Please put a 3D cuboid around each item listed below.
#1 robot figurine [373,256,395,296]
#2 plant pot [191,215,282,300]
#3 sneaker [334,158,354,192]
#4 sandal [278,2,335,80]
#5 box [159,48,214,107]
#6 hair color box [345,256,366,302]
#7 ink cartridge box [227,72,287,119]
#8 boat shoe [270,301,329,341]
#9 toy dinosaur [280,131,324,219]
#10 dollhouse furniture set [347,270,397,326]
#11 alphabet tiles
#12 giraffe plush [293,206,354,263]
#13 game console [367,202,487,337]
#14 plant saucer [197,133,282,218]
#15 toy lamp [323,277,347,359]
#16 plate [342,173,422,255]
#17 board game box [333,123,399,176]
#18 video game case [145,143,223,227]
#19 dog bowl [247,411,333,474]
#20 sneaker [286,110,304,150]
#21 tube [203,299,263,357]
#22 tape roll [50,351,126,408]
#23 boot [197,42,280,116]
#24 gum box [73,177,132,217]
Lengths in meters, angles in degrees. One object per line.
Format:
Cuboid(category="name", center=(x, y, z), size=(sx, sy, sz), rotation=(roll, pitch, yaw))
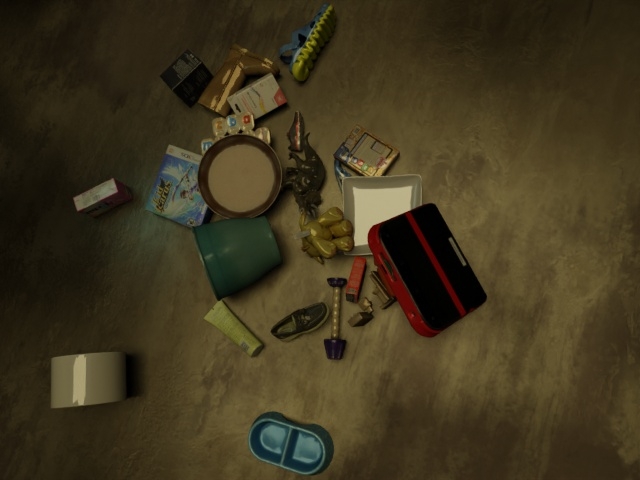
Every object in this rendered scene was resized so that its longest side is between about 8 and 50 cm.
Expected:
Cuboid(category="robot figurine", center=(0.254, 0.097, 1.765), size=(0.158, 0.128, 0.219), rotation=(-23, 84, -35))
Cuboid(category="plant pot", center=(-0.278, 0.040, 1.866), size=(0.255, 0.272, 0.272), rotation=(-19, 75, -8))
Cuboid(category="sneaker", center=(0.087, -0.229, 1.950), size=(0.059, 0.053, 0.144), rotation=(-19, 84, 7))
Cuboid(category="sandal", center=(-0.054, -0.772, 2.056), size=(0.138, 0.126, 0.317), rotation=(30, 84, 19))
Cuboid(category="box", center=(-0.509, -0.626, 2.089), size=(0.158, 0.156, 0.093), rotation=(-44, 74, 0))
Cuboid(category="hair color box", center=(0.122, 0.133, 1.836), size=(0.043, 0.072, 0.141), rotation=(11, 62, 12))
Cuboid(category="ink cartridge box", center=(-0.242, -0.531, 2.037), size=(0.198, 0.067, 0.115), rotation=(-29, 117, 4))
Cuboid(category="boat shoe", center=(-0.072, 0.277, 1.833), size=(0.223, 0.073, 0.080), rotation=(-32, 59, 21))
Cuboid(category="toy dinosaur", center=(-0.052, -0.230, 1.960), size=(0.160, 0.121, 0.314), rotation=(13, 76, 1))
Cuboid(category="dollhouse furniture set", center=(0.150, 0.195, 1.817), size=(0.151, 0.144, 0.123), rotation=(-42, 69, 15))
Cuboid(category="alphabet tiles", center=(-0.315, -0.334, 2.033), size=(0.284, 0.021, 0.278), rotation=(-8, 90, 16))
Cuboid(category="giraffe plush", center=(0.000, 0.000, 1.868), size=(0.210, 0.170, 0.181), rotation=(-3, 69, -11))
Cuboid(category="game console", center=(0.342, 0.085, 1.718), size=(0.060, 0.342, 0.387), rotation=(-35, 79, 48))
Cuboid(category="plant saucer", center=(-0.287, -0.227, 1.942), size=(0.310, 0.050, 0.311), rotation=(0, 89, 7))
Cuboid(category="toy lamp", center=(0.052, 0.266, 1.839), size=(0.080, 0.080, 0.275), rotation=(-1, 79, 10))
Cuboid(category="plate", center=(0.216, -0.087, 1.884), size=(0.278, 0.045, 0.277), rotation=(-1, 86, 10))
Cuboid(category="board game box", center=(0.166, -0.309, 1.954), size=(0.193, 0.045, 0.147), rotation=(36, 87, 15))
Cuboid(category="video game case", center=(-0.504, -0.198, 2.034), size=(0.244, 0.061, 0.270), rotation=(20, 90, 15))
Cuboid(category="dog bowl", center=(-0.107, 0.676, 1.787), size=(0.297, 0.074, 0.166), rotation=(13, 81, 14))
Cuboid(category="sneaker", center=(-0.100, -0.411, 2.020), size=(0.064, 0.061, 0.158), rotation=(-2, 77, 17))
Cuboid(category="tube", center=(-0.304, 0.314, 1.912), size=(0.240, 0.062, 0.070), rotation=(38, 44, 20))
Cuboid(category="tape roll", center=(-0.801, 0.481, 1.870), size=(0.246, 0.246, 0.169), rotation=(-8, 78, 9))
Cuboid(category="boot", center=(-0.313, -0.596, 2.090), size=(0.236, 0.089, 0.269), rotation=(28, 89, 15))
Cuboid(category="gum box", center=(-0.843, -0.159, 2.080), size=(0.188, 0.107, 0.062), rotation=(-24, 75, 5))
